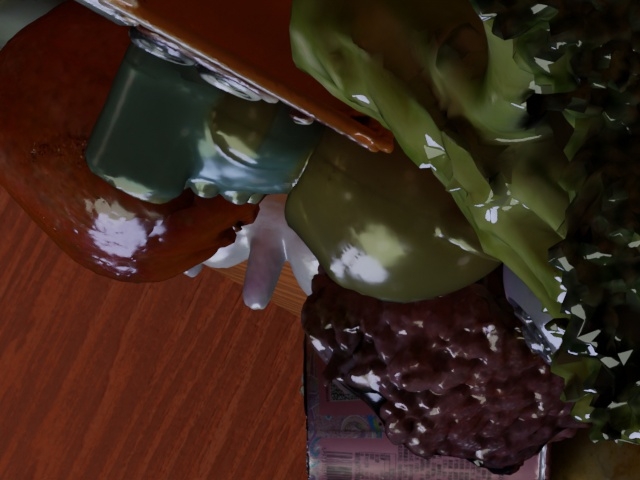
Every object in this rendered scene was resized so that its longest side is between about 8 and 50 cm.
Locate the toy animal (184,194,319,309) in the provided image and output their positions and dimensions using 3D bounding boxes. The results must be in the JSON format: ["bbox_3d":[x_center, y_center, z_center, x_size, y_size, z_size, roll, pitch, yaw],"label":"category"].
[{"bbox_3d":[-0.009,0.009,1.966,0.282,0.138,0.140,28,-152,26],"label":"toy animal"}]

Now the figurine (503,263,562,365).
[{"bbox_3d":[0.223,0.069,1.372,0.274,0.133,0.194,48,-156,-40],"label":"figurine"}]

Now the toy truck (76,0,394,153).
[{"bbox_3d":[-0.070,-0.149,1.048,0.270,0.114,0.135,27,174,-24],"label":"toy truck"}]

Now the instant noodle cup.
[{"bbox_3d":[0.101,0.157,1.924,0.231,0.243,0.243,-2,172,2],"label":"instant noodle cup"}]

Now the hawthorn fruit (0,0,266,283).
[{"bbox_3d":[-0.166,-0.095,1.483,0.299,0.211,0.211,29,175,13],"label":"hawthorn fruit"}]

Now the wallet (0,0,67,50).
[{"bbox_3d":[-0.306,-0.230,1.574,0.223,0.077,0.309,28,174,18],"label":"wallet"}]

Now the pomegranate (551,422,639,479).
[{"bbox_3d":[0.335,0.214,1.920,0.233,0.233,0.233,26,174,3],"label":"pomegranate"}]

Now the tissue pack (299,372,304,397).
[{"bbox_3d":[0.186,0.168,2.186,0.380,0.207,0.297,27,173,-6],"label":"tissue pack"}]

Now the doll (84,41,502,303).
[{"bbox_3d":[0.012,-0.062,1.216,0.261,0.161,0.177,28,-167,6],"label":"doll"}]

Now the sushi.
[{"bbox_3d":[0.118,0.079,1.699,0.270,0.171,0.236,28,-158,-42],"label":"sushi"}]

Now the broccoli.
[{"bbox_3d":[0.138,-0.012,0.858,0.397,0.275,0.353,-8,102,68],"label":"broccoli"}]
